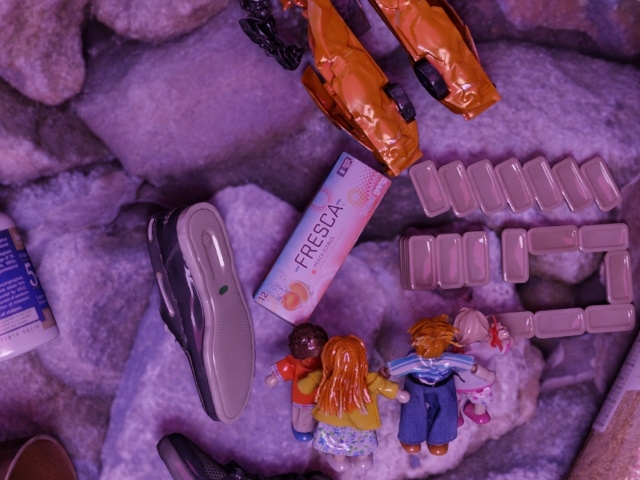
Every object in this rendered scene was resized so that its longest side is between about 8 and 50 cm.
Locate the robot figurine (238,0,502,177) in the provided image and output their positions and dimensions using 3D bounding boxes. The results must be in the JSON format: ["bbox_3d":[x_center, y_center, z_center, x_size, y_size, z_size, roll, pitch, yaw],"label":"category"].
[{"bbox_3d":[0.043,-0.221,1.279,0.211,0.085,0.291,-36,94,-4],"label":"robot figurine"}]

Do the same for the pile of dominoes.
[{"bbox_3d":[0.211,0.008,1.330,0.251,0.040,0.196,-3,90,-12],"label":"pile of dominoes"}]

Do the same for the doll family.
[{"bbox_3d":[0.079,0.146,1.236,0.263,0.118,0.163,-6,123,-6],"label":"doll family"}]

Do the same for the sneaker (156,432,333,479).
[{"bbox_3d":[-0.060,0.258,1.277,0.130,0.087,0.227,-45,96,-5],"label":"sneaker"}]

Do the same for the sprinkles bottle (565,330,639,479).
[{"bbox_3d":[0.355,0.179,1.288,0.121,0.121,0.355,27,88,-4],"label":"sprinkles bottle"}]

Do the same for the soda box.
[{"bbox_3d":[0.000,0.000,1.291,0.063,0.058,0.183,32,87,-4],"label":"soda box"}]

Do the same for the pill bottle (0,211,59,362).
[{"bbox_3d":[-0.346,0.032,1.238,0.112,0.112,0.186,-22,93,-4],"label":"pill bottle"}]

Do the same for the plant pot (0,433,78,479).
[{"bbox_3d":[-0.377,0.304,1.208,0.230,0.215,0.215,-5,91,10],"label":"plant pot"}]

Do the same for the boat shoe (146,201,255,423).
[{"bbox_3d":[-0.125,0.077,1.285,0.079,0.084,0.233,-7,100,34],"label":"boat shoe"}]
